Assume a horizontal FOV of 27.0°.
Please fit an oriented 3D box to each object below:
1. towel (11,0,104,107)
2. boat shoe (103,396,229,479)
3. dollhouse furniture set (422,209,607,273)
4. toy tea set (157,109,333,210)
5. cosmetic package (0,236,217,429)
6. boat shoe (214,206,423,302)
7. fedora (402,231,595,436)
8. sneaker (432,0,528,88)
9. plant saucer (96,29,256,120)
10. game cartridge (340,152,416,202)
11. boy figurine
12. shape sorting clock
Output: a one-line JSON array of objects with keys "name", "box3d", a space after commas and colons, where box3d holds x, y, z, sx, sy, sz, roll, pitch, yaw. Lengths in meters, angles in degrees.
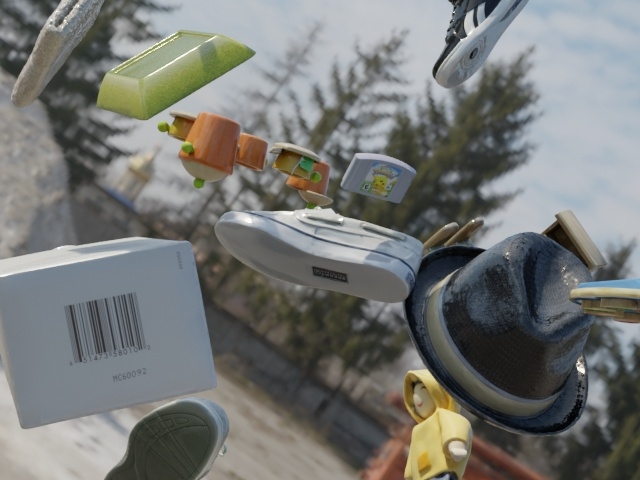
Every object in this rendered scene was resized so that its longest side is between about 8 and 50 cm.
[{"name": "towel", "box3d": [-0.416, -0.358, 2.198, 0.049, 0.282, 0.187, 31, -47, -8]}, {"name": "boat shoe", "box3d": [-0.216, 0.312, 1.946, 0.118, 0.103, 0.320, 47, -46, 10]}, {"name": "dollhouse furniture set", "box3d": [0.307, 0.053, 2.078, 0.242, 0.161, 0.212, -12, 64, -50]}, {"name": "toy tea set", "box3d": [-0.119, -0.119, 2.292, 0.336, 0.124, 0.200, 20, -3, -19]}, {"name": "cosmetic package", "box3d": [-0.244, 0.082, 1.408, 0.365, 0.197, 0.155, 180, -101, -76]}, {"name": "boat shoe", "box3d": [0.000, 0.000, 1.692, 0.267, 0.088, 0.096, 12, -38, 20]}, {"name": "fedora", "box3d": [0.270, 0.096, 1.795, 0.334, 0.152, 0.334, 21, 38, -18]}, {"name": "sneaker", "box3d": [0.199, -0.319, 1.893, 0.121, 0.217, 0.079, 34, -16, 23]}, {"name": "plant saucer", "box3d": [-0.210, -0.239, 1.842, 0.188, 0.188, 0.045, 20, -41, 58]}, {"name": "game cartridge", "box3d": [0.073, -0.078, 1.636, 0.083, 0.056, 0.017, 13, 31, -21]}, {"name": "boy figurine", "box3d": [0.166, 0.312, 1.929, 0.092, 0.285, 0.177, 12, -28, -16]}, {"name": "shape sorting clock", "box3d": [0.314, 0.064, 1.128, 0.206, 0.040, 0.206, 8, -10, 1]}]
